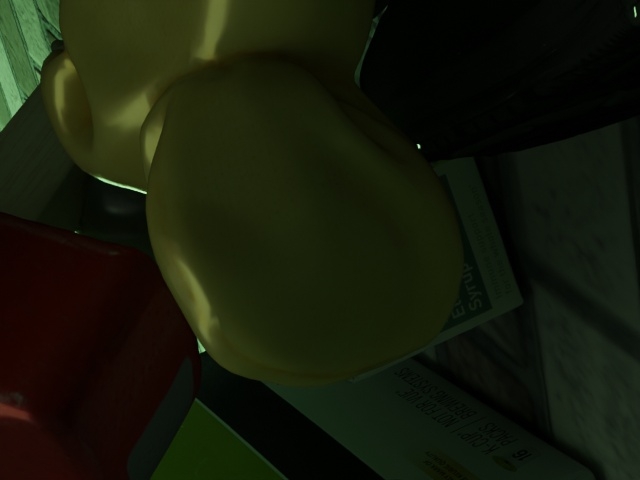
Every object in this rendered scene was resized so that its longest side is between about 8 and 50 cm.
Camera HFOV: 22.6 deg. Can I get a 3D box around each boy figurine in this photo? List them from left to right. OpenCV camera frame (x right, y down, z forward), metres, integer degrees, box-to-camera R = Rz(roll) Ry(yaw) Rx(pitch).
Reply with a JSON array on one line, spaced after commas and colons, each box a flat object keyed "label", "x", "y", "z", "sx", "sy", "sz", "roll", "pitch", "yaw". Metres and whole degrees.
[{"label": "boy figurine", "x": -0.025, "y": -0.086, "z": 0.497, "sx": 0.177, "sy": 0.092, "sz": 0.285, "roll": -45, "pitch": 48, "yaw": 32}]

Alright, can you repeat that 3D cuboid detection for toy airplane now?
[{"label": "toy airplane", "x": -0.182, "y": 0.091, "z": 0.675, "sx": 0.272, "sy": 0.386, "sz": 0.384, "roll": 40, "pitch": -166, "yaw": -20}]

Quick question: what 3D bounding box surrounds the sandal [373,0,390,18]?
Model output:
[{"label": "sandal", "x": -0.069, "y": -0.209, "z": 0.669, "sx": 0.302, "sy": 0.120, "sz": 0.086, "roll": 62, "pitch": -179, "yaw": 11}]

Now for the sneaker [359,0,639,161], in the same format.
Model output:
[{"label": "sneaker", "x": 0.081, "y": -0.105, "z": 0.466, "sx": 0.286, "sy": 0.109, "sz": 0.130, "roll": -35, "pitch": 71, "yaw": 66}]

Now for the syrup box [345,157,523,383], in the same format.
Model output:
[{"label": "syrup box", "x": 0.000, "y": 0.000, "z": 0.813, "sx": 0.237, "sy": 0.096, "sz": 0.093, "roll": 4, "pitch": 116, "yaw": 69}]

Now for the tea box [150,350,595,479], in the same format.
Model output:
[{"label": "tea box", "x": -0.043, "y": 0.226, "z": 0.867, "sx": 0.329, "sy": 0.323, "sz": 0.220, "roll": 29, "pitch": 141, "yaw": 63}]
